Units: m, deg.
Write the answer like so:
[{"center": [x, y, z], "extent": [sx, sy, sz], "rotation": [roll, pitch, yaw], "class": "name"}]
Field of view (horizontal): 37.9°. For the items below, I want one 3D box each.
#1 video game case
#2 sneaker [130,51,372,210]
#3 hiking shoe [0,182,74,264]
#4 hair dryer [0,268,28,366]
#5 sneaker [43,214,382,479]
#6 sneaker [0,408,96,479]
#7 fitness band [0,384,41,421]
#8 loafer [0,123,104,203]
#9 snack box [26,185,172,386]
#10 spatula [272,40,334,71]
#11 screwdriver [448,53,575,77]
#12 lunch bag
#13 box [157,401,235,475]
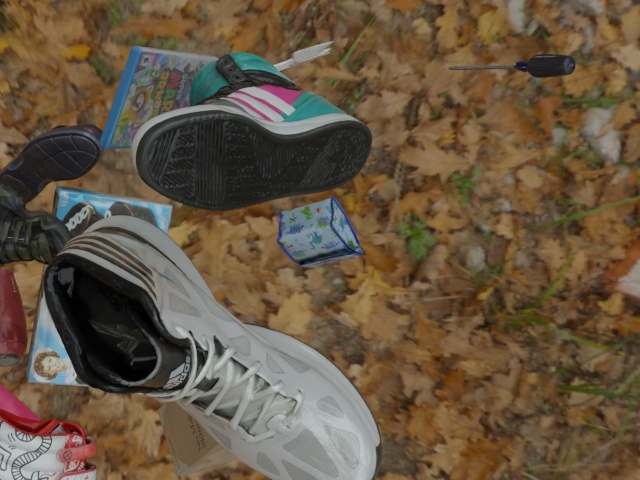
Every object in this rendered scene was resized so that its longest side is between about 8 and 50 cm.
[{"center": [-0.183, -0.164, 1.089], "extent": [0.015, 0.166, 0.119], "rotation": [29, 108, 20], "class": "video game case"}, {"center": [-0.103, -0.127, 0.992], "extent": [0.295, 0.178, 0.124], "rotation": [-6, 122, -45], "class": "sneaker"}, {"center": [-0.438, 0.007, 1.350], "extent": [0.227, 0.086, 0.114], "rotation": [29, 59, 29], "class": "hiking shoe"}, {"center": [-0.629, 0.147, 1.724], "extent": [0.080, 0.293, 0.223], "rotation": [-18, 114, 19], "class": "hair dryer"}, {"center": [-0.125, 0.164, 1.005], "extent": [0.447, 0.257, 0.169], "rotation": [40, 101, -3], "class": "sneaker"}, {"center": [-0.228, 0.264, 0.881], "extent": [0.270, 0.090, 0.145], "rotation": [32, 82, -13], "class": "sneaker"}, {"center": [-0.387, 0.272, 1.165], "extent": [0.209, 0.291, 0.054], "rotation": [24, 51, 26], "class": "fitness band"}, {"center": [-0.510, -0.162, 1.765], "extent": [0.109, 0.302, 0.095], "rotation": [46, 40, -27], "class": "loafer"}, {"center": [-0.368, 0.082, 1.549], "extent": [0.187, 0.060, 0.322], "rotation": [8, 98, -23], "class": "snack box"}, {"center": [-0.091, -0.326, 1.758], "extent": [0.242, 0.168, 0.019], "rotation": [-19, 98, -2], "class": "spatula"}, {"center": [0.200, -0.187, 0.993], "extent": [0.024, 0.170, 0.025], "rotation": [39, 78, -35], "class": "screwdriver"}, {"center": [0.000, 0.000, 1.874], "extent": [0.129, 0.151, 0.096], "rotation": [-13, 53, 21], "class": "lunch bag"}, {"center": [-0.177, 0.310, 1.708], "extent": [0.121, 0.311, 0.148], "rotation": [-8, 65, -34], "class": "box"}]
